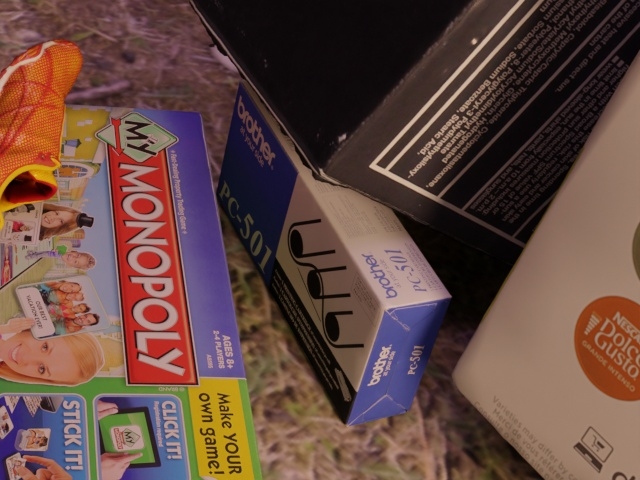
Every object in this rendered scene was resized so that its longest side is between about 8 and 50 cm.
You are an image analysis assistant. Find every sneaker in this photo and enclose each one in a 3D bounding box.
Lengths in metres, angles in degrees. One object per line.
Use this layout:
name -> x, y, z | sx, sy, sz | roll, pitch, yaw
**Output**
sneaker -> -0.177, -0.055, 0.756 | 0.067, 0.064, 0.175 | 33, 45, -10

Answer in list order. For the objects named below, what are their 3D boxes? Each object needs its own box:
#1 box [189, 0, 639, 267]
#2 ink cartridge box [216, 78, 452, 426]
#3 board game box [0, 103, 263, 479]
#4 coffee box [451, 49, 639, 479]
box -> 0.138, -0.151, 0.764 | 0.294, 0.296, 0.183 | 24, 24, -48
ink cartridge box -> 0.000, 0.000, 0.779 | 0.046, 0.097, 0.207 | -8, 45, -26
board game box -> -0.157, 0.033, 0.731 | 0.213, 0.046, 0.317 | 1, 42, -15
coffee box -> 0.339, 0.021, 0.633 | 0.338, 0.334, 0.337 | -17, 52, -45
